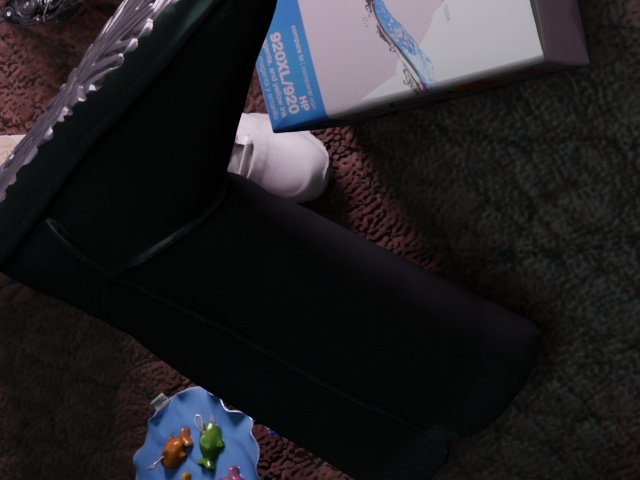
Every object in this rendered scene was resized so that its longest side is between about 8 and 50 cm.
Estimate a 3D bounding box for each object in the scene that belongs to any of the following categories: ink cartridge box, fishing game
[{"bbox_3d":[0.077,-0.196,1.025,0.233,0.171,0.168,-13,92,24],"label":"ink cartridge box"},{"bbox_3d":[-0.124,0.225,1.170,0.264,0.041,0.189,-54,49,21],"label":"fishing game"}]

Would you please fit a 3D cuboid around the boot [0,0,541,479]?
[{"bbox_3d":[-0.001,0.001,0.970,0.445,0.146,0.367,34,129,-19],"label":"boot"}]

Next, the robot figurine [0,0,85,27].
[{"bbox_3d":[-0.225,-0.326,1.165,0.291,0.085,0.211,-28,81,34],"label":"robot figurine"}]

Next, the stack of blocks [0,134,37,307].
[{"bbox_3d":[-0.324,-0.009,1.145,0.171,0.297,0.087,-42,80,20],"label":"stack of blocks"}]

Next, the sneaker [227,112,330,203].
[{"bbox_3d":[-0.105,-0.086,1.156,0.235,0.095,0.090,19,101,18],"label":"sneaker"}]
